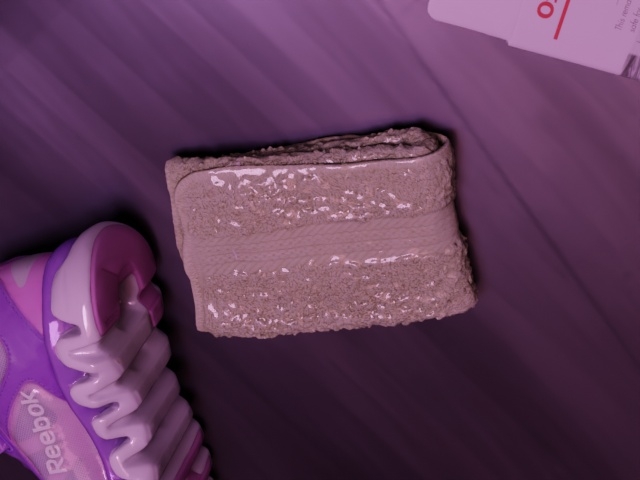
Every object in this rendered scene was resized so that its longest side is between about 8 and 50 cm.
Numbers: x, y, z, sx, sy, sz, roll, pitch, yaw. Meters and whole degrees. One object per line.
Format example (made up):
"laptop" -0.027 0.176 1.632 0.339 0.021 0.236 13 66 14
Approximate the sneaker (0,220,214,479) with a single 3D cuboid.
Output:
"sneaker" -0.126 0.102 1.004 0.104 0.095 0.236 -3 115 19

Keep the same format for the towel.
"towel" 0.000 0.000 0.955 0.148 0.027 0.110 -6 120 12

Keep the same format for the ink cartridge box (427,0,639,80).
"ink cartridge box" 0.147 -0.128 0.837 0.180 0.060 0.104 16 122 -1
